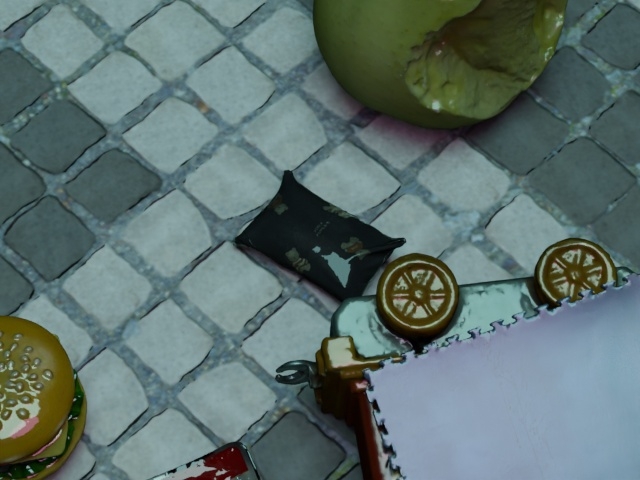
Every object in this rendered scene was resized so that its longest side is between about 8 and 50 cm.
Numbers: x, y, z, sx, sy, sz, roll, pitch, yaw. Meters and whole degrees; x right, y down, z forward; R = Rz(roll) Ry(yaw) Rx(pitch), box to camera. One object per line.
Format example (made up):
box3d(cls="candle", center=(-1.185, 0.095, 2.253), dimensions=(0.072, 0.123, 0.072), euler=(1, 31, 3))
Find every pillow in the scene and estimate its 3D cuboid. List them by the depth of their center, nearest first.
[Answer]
box3d(cls="pillow", center=(0.000, 0.000, 1.848), dimensions=(0.150, 0.048, 0.090), euler=(29, 56, 19))

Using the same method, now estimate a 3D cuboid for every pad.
box3d(cls="pad", center=(0.197, 0.189, 1.613), dimensions=(0.269, 0.012, 0.270), euler=(-17, 79, 0))

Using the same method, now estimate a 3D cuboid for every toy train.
box3d(cls="toy train", center=(0.146, 0.134, 1.715), dimensions=(0.369, 0.163, 0.232), euler=(-6, 73, -4))

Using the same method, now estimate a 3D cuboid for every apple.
box3d(cls="apple", center=(0.119, -0.255, 1.890), dimensions=(0.279, 0.279, 0.279), euler=(1, 60, -1))

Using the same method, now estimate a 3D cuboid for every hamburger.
box3d(cls="hamburger", center=(-0.290, 0.145, 1.720), dimensions=(0.162, 0.115, 0.162), euler=(0, 59, 0))

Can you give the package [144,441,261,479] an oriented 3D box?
box3d(cls="package", center=(-0.096, 0.309, 1.679), dimensions=(0.154, 0.030, 0.239), euler=(-21, 65, -8))
